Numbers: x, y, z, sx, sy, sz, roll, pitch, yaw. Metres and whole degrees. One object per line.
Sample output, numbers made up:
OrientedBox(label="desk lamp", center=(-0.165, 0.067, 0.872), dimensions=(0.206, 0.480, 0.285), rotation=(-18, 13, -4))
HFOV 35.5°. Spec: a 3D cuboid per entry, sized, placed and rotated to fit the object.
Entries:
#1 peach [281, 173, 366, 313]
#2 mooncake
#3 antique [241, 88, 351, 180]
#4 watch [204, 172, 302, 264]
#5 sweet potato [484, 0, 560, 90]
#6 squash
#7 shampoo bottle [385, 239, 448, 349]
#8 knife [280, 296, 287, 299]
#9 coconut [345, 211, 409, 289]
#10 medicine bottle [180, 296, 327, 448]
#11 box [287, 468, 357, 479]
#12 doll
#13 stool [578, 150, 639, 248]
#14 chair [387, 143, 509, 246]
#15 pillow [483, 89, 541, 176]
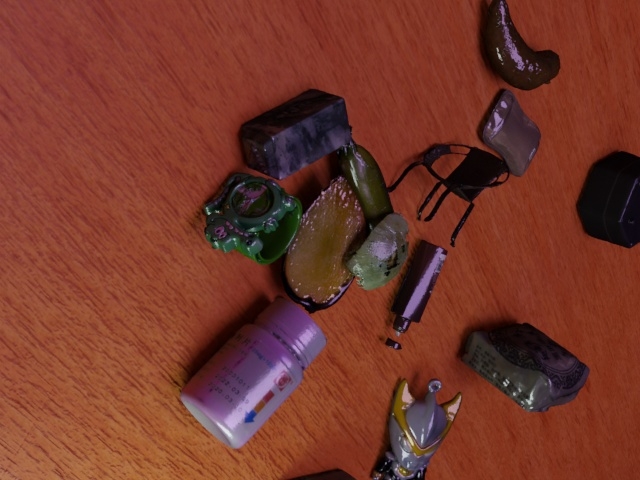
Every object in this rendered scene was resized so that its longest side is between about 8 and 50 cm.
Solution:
OrientedBox(label="peach", center=(-0.003, 0.000, 1.849), dimensions=(0.189, 0.068, 0.279), rotation=(-8, 118, -41))
OrientedBox(label="mooncake", center=(0.491, 0.288, 2.350), dimensions=(0.250, 0.254, 0.136), rotation=(0, 120, -48))
OrientedBox(label="antique", center=(-0.045, -0.180, 1.708), dimensions=(0.183, 0.088, 0.086), rotation=(-32, 128, -31))
OrientedBox(label="watch", center=(-0.114, -0.025, 1.707), dimensions=(0.165, 0.131, 0.152), rotation=(-55, 156, -17))
OrientedBox(label="sweet potato", center=(0.419, -0.378, 2.078), dimensions=(0.310, 0.098, 0.124), rotation=(27, 67, -46))
OrientedBox(label="squash", center=(0.087, -0.087, 1.886), dimensions=(0.087, 0.087, 0.332), rotation=(-44, 136, -22))
OrientedBox(label="shampoo bottle", center=(0.196, 0.118, 2.111), dimensions=(0.068, 0.067, 0.236), rotation=(22, 93, -38))
OrientedBox(label="knife", center=(-0.054, 0.145, 1.905), dimensions=(0.031, 0.018, 0.121), rotation=(-52, 135, -17))
OrientedBox(label="coconut", center=(0.113, 0.031, 1.882), dimensions=(0.133, 0.055, 0.158), rotation=(-14, 123, -37))
OrientedBox(label="medicine bottle", center=(-0.116, 0.233, 1.785), dimensions=(0.254, 0.152, 0.152), rotation=(-47, 135, -20))
OrientedBox(label="box", center=(-0.034, 0.652, 2.115), dimensions=(0.198, 0.084, 0.310), rotation=(1, 108, -45))
OrientedBox(label="doll", center=(0.204, 0.455, 2.256), dimensions=(0.103, 0.145, 0.317), rotation=(-39, 150, -73))
OrientedBox(label="stool", center=(0.770, -0.102, 2.527), dimensions=(0.232, 0.141, 0.232), rotation=(-22, 124, -37))
OrientedBox(label="chair", center=(0.265, -0.115, 1.998), dimensions=(0.213, 0.174, 0.149), rotation=(-49, 141, -2))
OrientedBox(label="pillow", center=(0.425, -0.233, 2.197), dimensions=(0.217, 0.033, 0.130), rotation=(35, 80, -47))
